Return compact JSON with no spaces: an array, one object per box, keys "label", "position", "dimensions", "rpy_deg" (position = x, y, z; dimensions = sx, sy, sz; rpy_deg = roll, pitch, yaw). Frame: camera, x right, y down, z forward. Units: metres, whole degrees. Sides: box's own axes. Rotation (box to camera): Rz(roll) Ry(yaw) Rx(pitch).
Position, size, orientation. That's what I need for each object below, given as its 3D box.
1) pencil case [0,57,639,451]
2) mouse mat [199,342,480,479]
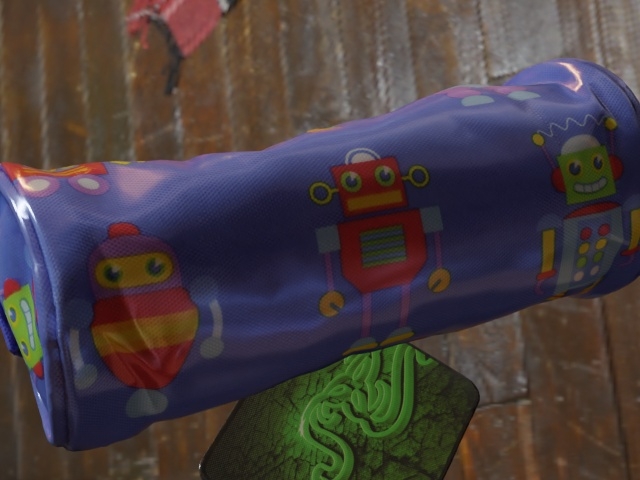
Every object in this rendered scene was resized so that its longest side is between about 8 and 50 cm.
[{"label":"pencil case","position":[0.000,0.000,0.571],"dimensions":[0.133,0.306,0.119],"rpy_deg":[-10,93,67]},{"label":"mouse mat","position":[0.019,0.131,0.893],"dimensions":[0.152,0.190,0.007],"rpy_deg":[31,139,1]}]
